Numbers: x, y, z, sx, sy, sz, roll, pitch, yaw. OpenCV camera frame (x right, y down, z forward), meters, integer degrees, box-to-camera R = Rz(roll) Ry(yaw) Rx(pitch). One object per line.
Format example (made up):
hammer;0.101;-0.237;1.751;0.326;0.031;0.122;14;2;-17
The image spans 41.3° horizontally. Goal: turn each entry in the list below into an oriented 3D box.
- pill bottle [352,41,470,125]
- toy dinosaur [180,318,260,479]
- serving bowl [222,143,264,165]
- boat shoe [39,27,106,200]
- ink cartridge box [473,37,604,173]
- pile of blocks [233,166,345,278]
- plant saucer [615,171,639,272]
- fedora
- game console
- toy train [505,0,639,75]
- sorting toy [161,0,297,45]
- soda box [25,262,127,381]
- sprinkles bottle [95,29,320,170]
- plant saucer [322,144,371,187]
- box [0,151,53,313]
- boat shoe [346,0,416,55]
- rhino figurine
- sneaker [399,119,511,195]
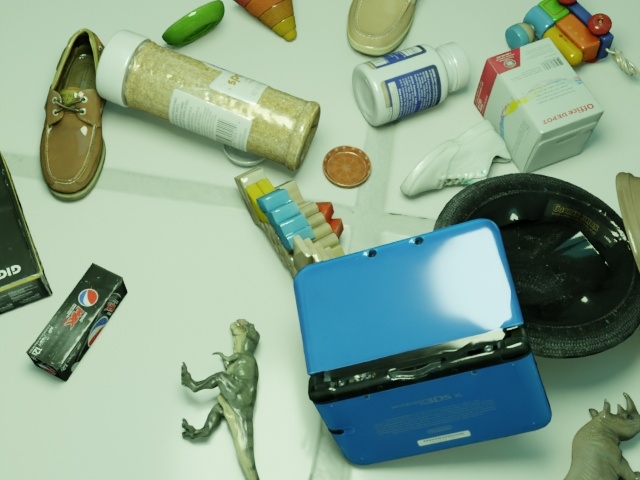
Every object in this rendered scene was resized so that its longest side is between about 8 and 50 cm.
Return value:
pill bottle;0.160;-0.279;1.483;0.187;0.112;0.112;-20;63;-14
toy dinosaur;-0.139;0.229;1.212;0.118;0.064;0.268;0;64;-10
serving bowl;-0.125;-0.159;1.447;0.083;0.027;0.083;2;60;-3
boat shoe;-0.417;-0.218;1.422;0.111;0.104;0.307;-1;61;-4
ink cartridge box;0.369;-0.228;1.454;0.128;0.127;0.176;-20;63;-14
pile of blocks;0.000;0.000;1.295;0.113;0.149;0.362;-27;65;-16
plant saucer;0.502;0.025;1.250;0.041;0.278;0.277;-20;57;27
fedora;0.311;0.058;1.272;0.334;0.152;0.334;5;59;-9
game console;0.136;0.145;1.153;0.293;0.250;0.173;-15;37;15
toy train;0.463;-0.339;1.544;0.143;0.105;0.248;-33;67;-8
sorting toy;-0.181;-0.362;1.538;0.365;0.127;0.126;-34;97;-17
soda box;-0.358;0.120;1.263;0.060;0.053;0.169;25;63;10
sprinkles bottle;-0.182;-0.229;1.390;0.355;0.121;0.121;22;62;4
plant saucer;0.045;-0.125;1.445;0.084;0.013;0.083;1;60;-2
box;-0.607;0.022;1.294;0.322;0.079;0.257;-21;62;-14
boat shoe;0.135;-0.496;1.604;0.122;0.110;0.341;17;61;7
rhino figurine;0.397;0.314;1.182;0.106;0.073;0.243;24;61;7
sneaker;0.233;-0.120;1.422;0.212;0.080;0.094;-32;79;-20
